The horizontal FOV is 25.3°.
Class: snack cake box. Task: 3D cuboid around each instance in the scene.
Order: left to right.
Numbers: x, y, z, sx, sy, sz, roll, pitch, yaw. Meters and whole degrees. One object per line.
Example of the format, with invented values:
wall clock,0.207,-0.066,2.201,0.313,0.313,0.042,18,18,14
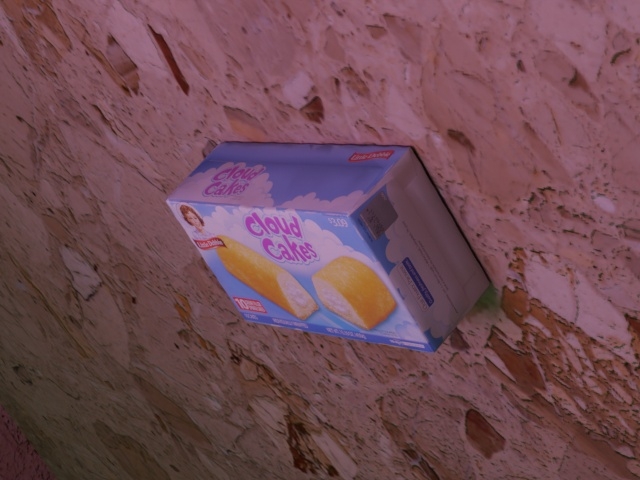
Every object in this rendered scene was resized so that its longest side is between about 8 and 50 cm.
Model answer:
snack cake box,0.000,0.000,1.236,0.264,0.089,0.152,5,136,51
